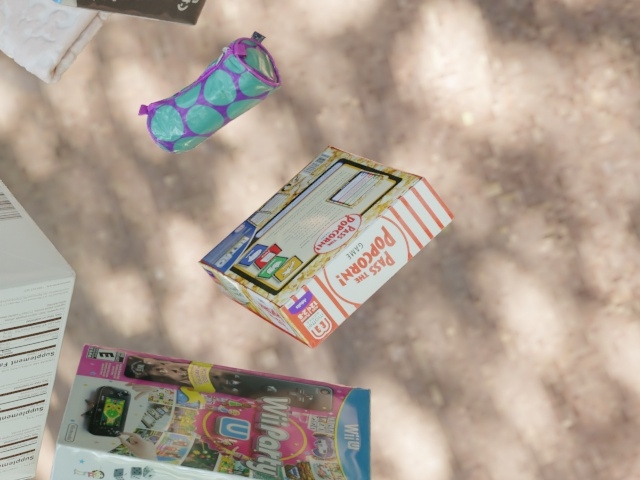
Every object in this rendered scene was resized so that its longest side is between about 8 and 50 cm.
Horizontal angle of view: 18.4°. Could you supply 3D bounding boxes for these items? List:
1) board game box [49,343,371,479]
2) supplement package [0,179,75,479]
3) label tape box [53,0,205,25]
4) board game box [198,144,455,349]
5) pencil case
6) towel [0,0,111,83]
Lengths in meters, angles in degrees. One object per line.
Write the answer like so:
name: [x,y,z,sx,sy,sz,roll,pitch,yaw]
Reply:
board game box: [-0.105,0.212,1.964,0.224,0.303,0.097,-88,9,-66]
supplement package: [-0.308,0.063,1.517,0.194,0.149,0.203,48,134,39]
label tape box: [-0.158,-0.370,2.143,0.115,0.348,0.249,34,108,31]
board game box: [0.000,0.000,1.518,0.045,0.147,0.193,51,170,-21]
pencil case: [-0.111,-0.147,2.007,0.152,0.070,0.064,-34,31,33]
towel: [-0.353,-0.400,2.515,0.332,0.317,0.053,37,178,32]
